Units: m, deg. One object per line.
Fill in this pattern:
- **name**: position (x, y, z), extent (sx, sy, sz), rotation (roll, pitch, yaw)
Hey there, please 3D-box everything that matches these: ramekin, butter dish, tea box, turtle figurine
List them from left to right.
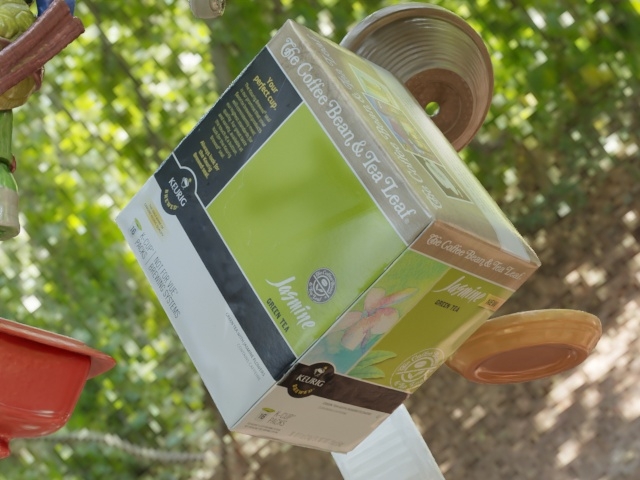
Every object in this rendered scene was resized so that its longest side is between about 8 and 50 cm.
- **turtle figurine**: position (-0.372, -0.139, 1.496), extent (0.274, 0.266, 0.198), rotation (4, -22, -12)
- **butter dish**: position (-0.293, 0.145, 1.442), extent (0.160, 0.160, 0.118), rotation (-27, 48, 60)
- **tea box**: position (0.000, 0.000, 1.704), extent (0.323, 0.329, 0.220), rotation (-47, -37, 20)
- **ramekin**: position (0.116, 0.377, 2.431), extent (0.135, 0.277, 0.277), rotation (-27, 7, -2)

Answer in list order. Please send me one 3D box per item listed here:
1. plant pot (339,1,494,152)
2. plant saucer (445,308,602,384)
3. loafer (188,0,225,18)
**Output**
- **plant pot**: position (0.134, -0.193, 2.077), extent (0.237, 0.237, 0.110), rotation (-38, 28, 0)
- **plant saucer**: position (0.250, 0.136, 1.908), extent (0.200, 0.037, 0.200), rotation (-7, -23, -3)
- **loafer**: position (-0.095, -0.414, 1.850), extent (0.112, 0.111, 0.319), rotation (-91, 13, -63)
